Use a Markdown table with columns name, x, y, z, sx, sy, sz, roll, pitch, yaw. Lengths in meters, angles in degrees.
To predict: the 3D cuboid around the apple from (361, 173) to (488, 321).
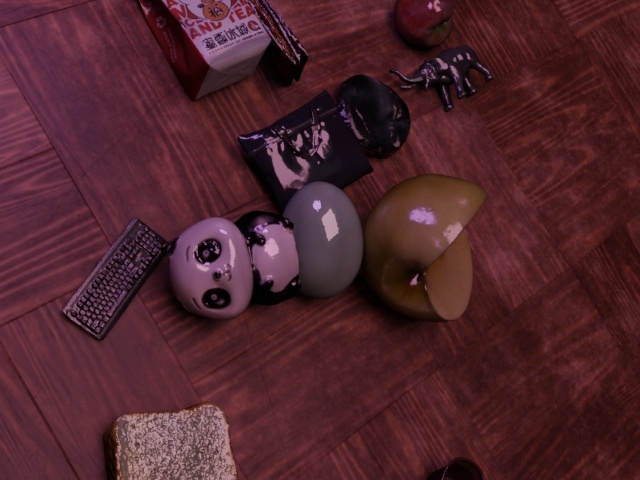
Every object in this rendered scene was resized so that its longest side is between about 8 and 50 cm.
| name | x | y | z | sx | sy | sz | roll | pitch | yaw |
| --- | --- | --- | --- | --- | --- | --- | --- | --- | --- |
| apple | 0.204 | 0.003 | 1.691 | 0.233 | 0.295 | 0.258 | 13 | 46 | 17 |

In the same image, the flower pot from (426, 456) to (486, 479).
| name | x | y | z | sx | sy | sz | roll | pitch | yaw |
| --- | --- | --- | --- | --- | --- | --- | --- | --- | --- |
| flower pot | 0.259 | 0.488 | 1.640 | 0.111 | 0.089 | 0.111 | 10 | 68 | -27 |

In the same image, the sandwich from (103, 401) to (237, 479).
| name | x | y | z | sx | sy | sz | roll | pitch | yaw |
| --- | --- | --- | --- | --- | --- | --- | --- | --- | --- |
| sandwich | -0.253 | 0.376 | 1.409 | 0.214 | 0.065 | 0.186 | 0 | 72 | -30 |

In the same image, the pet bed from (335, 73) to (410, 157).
| name | x | y | z | sx | sy | sz | roll | pitch | yaw |
| --- | --- | --- | --- | --- | --- | --- | --- | --- | --- |
| pet bed | 0.117 | -0.278 | 1.863 | 0.201 | 0.053 | 0.201 | 10 | 67 | -25 |

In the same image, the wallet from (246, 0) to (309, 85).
| name | x | y | z | sx | sy | sz | roll | pitch | yaw |
| --- | --- | --- | --- | --- | --- | --- | --- | --- | --- |
| wallet | -0.105 | -0.422 | 1.729 | 0.042 | 0.161 | 0.195 | -37 | 91 | -13 |

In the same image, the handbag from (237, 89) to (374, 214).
| name | x | y | z | sx | sy | sz | roll | pitch | yaw |
| --- | --- | --- | --- | --- | --- | --- | --- | --- | --- |
| handbag | -0.027 | -0.176 | 1.723 | 0.254 | 0.088 | 0.211 | -35 | 99 | -28 |

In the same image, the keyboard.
| name | x | y | z | sx | sy | sz | roll | pitch | yaw |
| --- | --- | --- | --- | --- | --- | --- | --- | --- | --- |
| keyboard | -0.363 | 0.065 | 1.486 | 0.093 | 0.025 | 0.230 | 39 | 58 | -15 |

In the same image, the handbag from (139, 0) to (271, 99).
| name | x | y | z | sx | sy | sz | roll | pitch | yaw |
| --- | --- | --- | --- | --- | --- | --- | --- | --- | --- |
| handbag | -0.252 | -0.456 | 1.666 | 0.171 | 0.151 | 0.298 | -30 | 85 | -28 |

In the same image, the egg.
| name | x | y | z | sx | sy | sz | roll | pitch | yaw |
| --- | --- | --- | --- | --- | --- | --- | --- | --- | --- |
| egg | 0.000 | 0.000 | 1.617 | 0.168 | 0.168 | 0.231 | -6 | 97 | -31 |

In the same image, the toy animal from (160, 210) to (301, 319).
| name | x | y | z | sx | sy | sz | roll | pitch | yaw |
| --- | --- | --- | --- | --- | --- | --- | --- | --- | --- |
| toy animal | -0.164 | 0.047 | 1.518 | 0.235 | 0.165 | 0.187 | -11 | 95 | -34 |

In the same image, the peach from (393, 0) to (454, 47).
| name | x | y | z | sx | sy | sz | roll | pitch | yaw |
| --- | --- | --- | --- | --- | --- | --- | --- | --- | --- |
| peach | 0.251 | -0.550 | 1.991 | 0.152 | 0.152 | 0.152 | 10 | 68 | -26 |

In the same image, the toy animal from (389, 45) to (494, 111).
| name | x | y | z | sx | sy | sz | roll | pitch | yaw |
| --- | --- | --- | --- | --- | --- | --- | --- | --- | --- |
| toy animal | 0.297 | -0.387 | 1.989 | 0.269 | 0.082 | 0.137 | -25 | 82 | -30 |
